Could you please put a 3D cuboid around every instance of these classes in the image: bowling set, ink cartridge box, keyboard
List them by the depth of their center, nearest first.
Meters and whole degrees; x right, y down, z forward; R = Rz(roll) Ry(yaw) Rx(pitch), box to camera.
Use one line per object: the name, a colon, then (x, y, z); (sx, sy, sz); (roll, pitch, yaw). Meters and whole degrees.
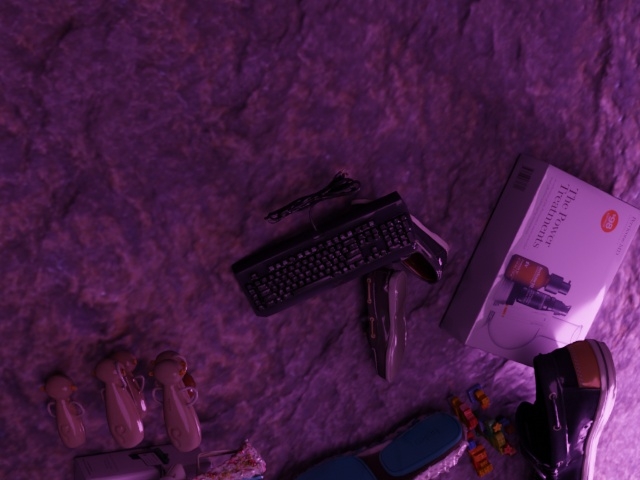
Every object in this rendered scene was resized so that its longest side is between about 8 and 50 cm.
bowling set: (-0.295, 0.232, 1.588); (0.287, 0.200, 0.154); (-4, 109, 20)
keyboard: (0.000, 0.000, 1.659); (0.317, 0.033, 0.201); (-25, 117, 0)
ink cartridge box: (-0.306, 0.448, 1.671); (0.219, 0.092, 0.160); (-3, 107, -26)

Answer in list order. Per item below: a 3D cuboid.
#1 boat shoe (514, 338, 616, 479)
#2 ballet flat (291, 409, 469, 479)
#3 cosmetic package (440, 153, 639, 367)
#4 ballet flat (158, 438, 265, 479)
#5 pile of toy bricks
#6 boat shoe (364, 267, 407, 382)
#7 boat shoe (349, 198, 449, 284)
boat shoe: (0.467, 0.389, 1.942); (0.156, 0.187, 0.500); (-5, 133, -4)
ballet flat: (0.110, 0.467, 1.864); (0.409, 0.147, 0.147); (-21, 115, -18)
cosmetic package: (0.439, 0.057, 1.902); (0.284, 0.097, 0.377); (20, 97, -32)
ballet flat: (-0.208, 0.400, 1.618); (0.241, 0.091, 0.077); (-15, 77, -27)
pile of toy bricks: (0.346, 0.395, 1.960); (0.118, 0.105, 0.212); (-29, 117, -15)
boat shoe: (0.118, 0.155, 1.796); (0.081, 0.069, 0.227); (-38, 134, -57)
boat shoe: (0.141, -0.001, 1.734); (0.233, 0.084, 0.079); (34, 64, -31)
